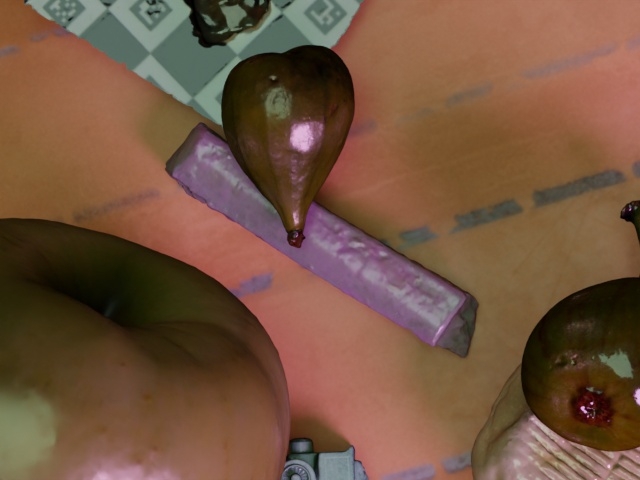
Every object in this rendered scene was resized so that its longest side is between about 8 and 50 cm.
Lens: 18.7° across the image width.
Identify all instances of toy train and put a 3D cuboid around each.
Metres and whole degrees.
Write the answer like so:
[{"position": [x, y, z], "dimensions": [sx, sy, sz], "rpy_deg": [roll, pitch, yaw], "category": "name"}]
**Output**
[{"position": [0.003, 0.278, 1.902], "dimensions": [0.099, 0.070, 0.172], "rpy_deg": [-3, 84, 1], "category": "toy train"}]

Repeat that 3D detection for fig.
[{"position": [0.279, 0.078, 1.755], "dimensions": [0.151, 0.259, 0.151], "rpy_deg": [14, 129, 18], "category": "fig"}, {"position": [-0.016, -0.100, 1.881], "dimensions": [0.126, 0.133, 0.185], "rpy_deg": [-31, 80, 32], "category": "fig"}]

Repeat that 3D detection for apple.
[{"position": [-0.257, 0.207, 1.773], "dimensions": [0.473, 0.473, 0.474], "rpy_deg": [-1, 84, 11], "category": "apple"}]

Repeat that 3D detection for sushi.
[{"position": [-0.099, -0.307, 1.993], "dimensions": [0.320, 0.069, 0.339], "rpy_deg": [30, 90, 3], "category": "sushi"}]

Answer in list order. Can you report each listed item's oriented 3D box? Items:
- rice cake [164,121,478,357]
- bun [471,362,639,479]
[{"position": [0.000, 0.000, 1.938], "dimensions": [0.365, 0.056, 0.073], "rpy_deg": [33, 93, 14], "category": "rice cake"}, {"position": [0.248, 0.209, 1.819], "dimensions": [0.229, 0.145, 0.229], "rpy_deg": [3, 69, -9], "category": "bun"}]
